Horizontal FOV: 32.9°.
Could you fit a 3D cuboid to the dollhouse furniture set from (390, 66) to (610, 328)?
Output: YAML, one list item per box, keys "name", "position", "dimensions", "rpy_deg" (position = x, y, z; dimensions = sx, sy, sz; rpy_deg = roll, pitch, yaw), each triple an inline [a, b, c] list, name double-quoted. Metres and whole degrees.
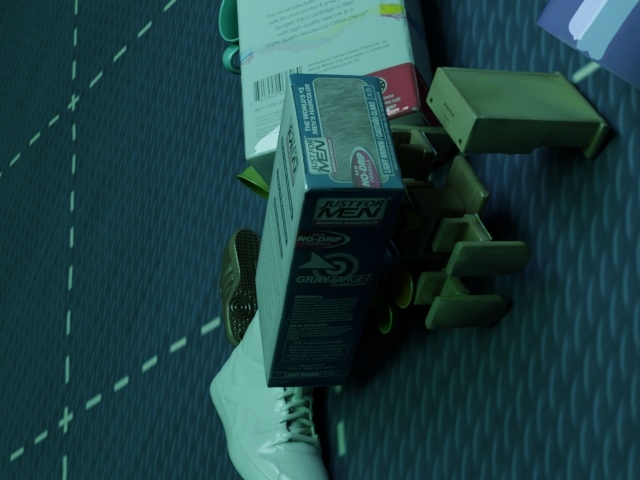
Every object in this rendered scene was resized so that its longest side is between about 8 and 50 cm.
- name: "dollhouse furniture set"
  position: [0.181, -0.058, 1.192]
  dimensions: [0.212, 0.161, 0.242]
  rpy_deg: [-116, 34, -44]

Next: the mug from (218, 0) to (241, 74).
- name: "mug"
  position: [-0.086, -0.337, 1.655]
  dimensions: [0.158, 0.097, 0.129]
  rpy_deg: [-45, 44, 32]

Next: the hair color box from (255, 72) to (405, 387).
- name: "hair color box"
  position: [0.000, 0.000, 1.216]
  dimensions: [0.347, 0.105, 0.173]
  rpy_deg: [102, 164, -48]

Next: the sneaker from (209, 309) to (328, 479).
- name: "sneaker"
  position: [-0.043, 0.196, 1.348]
  dimensions: [0.169, 0.108, 0.292]
  rpy_deg: [-61, 36, 17]

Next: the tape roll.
- name: "tape roll"
  position: [0.302, -0.188, 1.013]
  dimensions: [0.080, 0.189, 0.189]
  rpy_deg: [-59, 38, 16]

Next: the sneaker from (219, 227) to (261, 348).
- name: "sneaker"
  position: [-0.111, 0.078, 1.541]
  dimensions: [0.071, 0.066, 0.188]
  rpy_deg: [131, 147, -52]

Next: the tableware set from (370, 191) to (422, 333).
- name: "tableware set"
  position: [0.077, 0.024, 1.199]
  dimensions: [0.104, 0.024, 0.154]
  rpy_deg: [-116, 33, -44]

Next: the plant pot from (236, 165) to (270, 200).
- name: "plant pot"
  position: [-0.058, -0.097, 1.453]
  dimensions: [0.083, 0.083, 0.079]
  rpy_deg: [21, 78, 54]

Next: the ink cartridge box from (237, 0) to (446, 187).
- name: "ink cartridge box"
  position: [0.022, -0.225, 1.375]
  dimensions: [0.226, 0.131, 0.306]
  rpy_deg: [-15, 57, 17]
